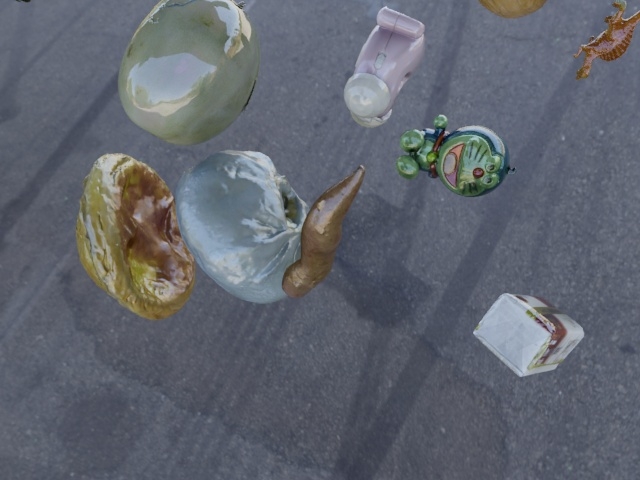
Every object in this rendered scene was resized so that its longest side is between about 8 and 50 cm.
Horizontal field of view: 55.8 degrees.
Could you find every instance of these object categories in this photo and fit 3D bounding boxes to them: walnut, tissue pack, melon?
[{"bbox_3d":[0.429,-0.611,1.347,0.195,0.221,0.195,-27,37,22],"label":"walnut"},{"bbox_3d":[0.340,0.149,0.982,0.106,0.149,0.099,45,113,33],"label":"tissue pack"},{"bbox_3d":[-0.258,-0.356,1.240,0.268,0.268,0.330,34,93,36],"label":"melon"}]

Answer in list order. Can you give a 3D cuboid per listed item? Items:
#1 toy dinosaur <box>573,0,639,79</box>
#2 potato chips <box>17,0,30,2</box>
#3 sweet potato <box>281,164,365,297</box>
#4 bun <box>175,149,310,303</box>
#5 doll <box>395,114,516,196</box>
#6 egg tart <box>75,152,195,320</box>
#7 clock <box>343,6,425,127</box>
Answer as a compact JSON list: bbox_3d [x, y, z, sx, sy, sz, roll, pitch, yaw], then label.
[{"bbox_3d":[0.659,-0.457,1.355,0.212,0.057,0.142,-14,64,63],"label":"toy dinosaur"},{"bbox_3d":[-0.461,-0.490,1.048,0.142,0.026,0.209,8,62,11],"label":"potato chips"},{"bbox_3d":[0.000,0.000,0.882,0.067,0.281,0.059,-4,59,-19],"label":"sweet potato"},{"bbox_3d":[-0.141,-0.048,1.275,0.194,0.354,0.354,-30,42,29],"label":"bun"},{"bbox_3d":[0.386,-0.234,1.690,0.322,0.198,0.186,23,33,20],"label":"doll"},{"bbox_3d":[-0.478,-0.004,1.515,0.178,0.443,0.443,-17,48,13],"label":"egg tart"},{"bbox_3d":[0.196,-0.530,1.932,0.184,0.342,0.325,29,95,11],"label":"clock"}]
